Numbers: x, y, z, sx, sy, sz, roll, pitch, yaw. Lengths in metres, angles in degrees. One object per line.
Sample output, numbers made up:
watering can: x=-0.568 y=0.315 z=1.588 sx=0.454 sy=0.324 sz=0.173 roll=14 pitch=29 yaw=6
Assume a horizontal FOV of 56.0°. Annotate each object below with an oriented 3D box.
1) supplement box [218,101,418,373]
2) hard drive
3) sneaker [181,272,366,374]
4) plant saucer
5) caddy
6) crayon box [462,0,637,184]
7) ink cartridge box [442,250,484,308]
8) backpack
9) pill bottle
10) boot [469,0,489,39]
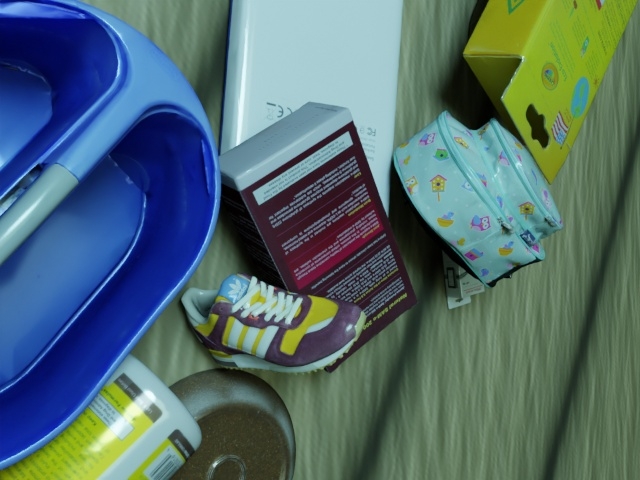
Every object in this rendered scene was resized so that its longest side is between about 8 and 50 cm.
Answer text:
supplement box: x=0.000 y=0.000 z=0.600 sx=0.130 sy=0.073 sz=0.239 roll=-35 pitch=122 yaw=-20
hard drive: x=-0.002 y=-0.190 z=0.658 sx=0.210 sy=0.040 sz=0.318 roll=6 pitch=86 yaw=-36
sneaker: x=-0.050 y=0.068 z=0.534 sx=0.083 sy=0.186 sz=0.069 roll=58 pitch=39 yaw=-24
plant saucer: x=-0.099 y=0.228 z=0.590 sx=0.199 sy=0.036 sz=0.198 roll=1 pitch=89 yaw=-35
caddy: x=-0.224 y=-0.008 z=0.412 sx=0.241 sy=0.179 sz=0.341 roll=47 pitch=64 yaw=-27
crayon box: x=0.288 y=-0.256 z=0.743 sx=0.202 sy=0.081 sz=0.318 roll=37 pitch=76 yaw=-47
ink cartridge box: x=0.192 y=0.048 z=0.805 sx=0.048 sy=0.028 sz=0.083 roll=-11 pitch=97 yaw=-35
backpack: x=0.177 y=-0.058 z=0.697 sx=0.188 sy=0.144 sz=0.165 roll=31 pitch=34 yaw=-31
pill bottle: x=-0.205 y=0.192 z=0.461 sx=0.215 sy=0.117 sz=0.117 roll=-44 pitch=114 yaw=-27
boot: x=0.293 y=-0.309 z=0.849 sx=0.165 sy=0.077 sz=0.213 roll=20 pitch=71 yaw=-35
